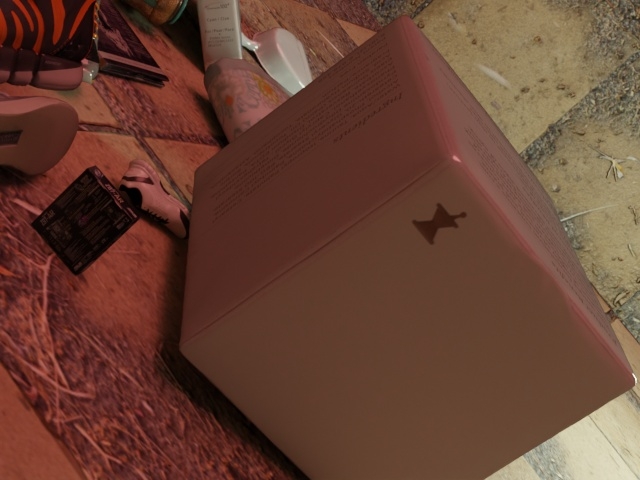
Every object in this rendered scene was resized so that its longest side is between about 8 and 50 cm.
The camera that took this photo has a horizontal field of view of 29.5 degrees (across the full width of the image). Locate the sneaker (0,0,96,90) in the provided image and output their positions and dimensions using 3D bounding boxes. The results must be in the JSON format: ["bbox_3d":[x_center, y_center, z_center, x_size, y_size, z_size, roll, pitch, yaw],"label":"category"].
[{"bbox_3d":[-0.328,-0.241,1.120,0.124,0.180,0.321,23,16,25],"label":"sneaker"}]

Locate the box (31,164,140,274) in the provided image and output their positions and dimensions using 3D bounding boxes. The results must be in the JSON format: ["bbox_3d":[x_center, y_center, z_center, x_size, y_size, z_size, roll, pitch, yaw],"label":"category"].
[{"bbox_3d":[-0.221,-0.019,1.144,0.067,0.083,0.018,49,18,2],"label":"box"}]

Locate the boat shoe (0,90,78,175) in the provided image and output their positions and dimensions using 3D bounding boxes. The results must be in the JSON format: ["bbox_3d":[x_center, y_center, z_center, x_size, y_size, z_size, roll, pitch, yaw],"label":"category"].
[{"bbox_3d":[-0.308,-0.111,1.131,0.081,0.079,0.227,29,13,15],"label":"boat shoe"}]

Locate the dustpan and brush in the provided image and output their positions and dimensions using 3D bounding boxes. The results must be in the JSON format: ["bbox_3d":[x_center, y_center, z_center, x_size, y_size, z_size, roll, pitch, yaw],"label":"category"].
[{"bbox_3d":[-0.095,-0.342,2.187,0.211,0.060,0.147,36,33,-52],"label":"dustpan and brush"}]

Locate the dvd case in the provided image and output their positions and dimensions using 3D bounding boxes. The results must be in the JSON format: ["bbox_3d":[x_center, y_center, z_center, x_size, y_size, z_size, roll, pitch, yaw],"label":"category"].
[{"bbox_3d":[-0.307,-0.303,1.639,0.221,0.018,0.164,53,17,14],"label":"dvd case"}]

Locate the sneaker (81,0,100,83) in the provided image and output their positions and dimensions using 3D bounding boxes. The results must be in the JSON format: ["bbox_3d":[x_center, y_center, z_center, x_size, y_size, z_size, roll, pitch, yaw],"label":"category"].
[{"bbox_3d":[-0.300,-0.269,1.459,0.084,0.083,0.215,21,32,-38],"label":"sneaker"}]

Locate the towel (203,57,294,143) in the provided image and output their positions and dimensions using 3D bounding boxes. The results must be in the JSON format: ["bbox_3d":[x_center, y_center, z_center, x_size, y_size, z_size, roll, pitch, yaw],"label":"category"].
[{"bbox_3d":[0.002,-0.089,1.818,0.374,0.090,0.320,26,28,-50],"label":"towel"}]

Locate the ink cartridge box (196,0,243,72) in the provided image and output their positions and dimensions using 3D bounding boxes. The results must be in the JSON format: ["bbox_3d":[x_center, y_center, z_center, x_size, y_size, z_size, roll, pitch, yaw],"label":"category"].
[{"bbox_3d":[-0.172,-0.439,1.941,0.296,0.066,0.261,-99,-177,-59],"label":"ink cartridge box"}]

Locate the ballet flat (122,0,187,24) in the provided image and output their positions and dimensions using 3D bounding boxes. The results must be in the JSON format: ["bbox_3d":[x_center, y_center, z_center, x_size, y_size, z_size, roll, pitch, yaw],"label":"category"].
[{"bbox_3d":[-0.269,-0.446,1.891,0.123,0.123,0.348,39,20,-28],"label":"ballet flat"}]

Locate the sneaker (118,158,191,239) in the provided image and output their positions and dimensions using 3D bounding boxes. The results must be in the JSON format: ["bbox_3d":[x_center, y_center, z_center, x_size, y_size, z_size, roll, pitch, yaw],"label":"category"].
[{"bbox_3d":[-0.186,-0.038,1.362,0.109,0.040,0.044,50,49,-21],"label":"sneaker"}]

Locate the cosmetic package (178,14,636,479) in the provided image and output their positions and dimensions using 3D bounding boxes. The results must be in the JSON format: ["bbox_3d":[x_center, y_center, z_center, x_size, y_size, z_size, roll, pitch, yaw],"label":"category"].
[{"bbox_3d":[0.078,0.026,1.317,0.329,0.327,0.394,48,17,-24],"label":"cosmetic package"}]
